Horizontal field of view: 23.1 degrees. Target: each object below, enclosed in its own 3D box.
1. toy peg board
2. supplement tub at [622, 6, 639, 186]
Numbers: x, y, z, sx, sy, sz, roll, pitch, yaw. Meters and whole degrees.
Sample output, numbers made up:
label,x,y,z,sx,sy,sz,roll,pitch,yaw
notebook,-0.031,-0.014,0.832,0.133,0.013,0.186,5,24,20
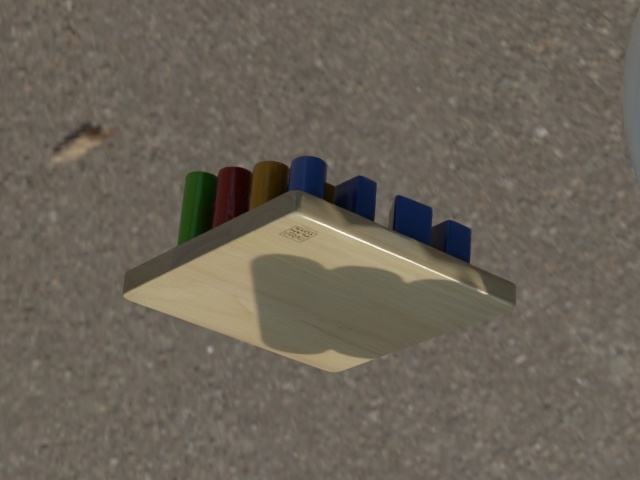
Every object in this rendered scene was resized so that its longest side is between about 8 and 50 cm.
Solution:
label,x,y,z,sx,sy,sz,roll,pitch,yaw
toy peg board,0.000,0.000,0.894,0.161,0.079,0.161,22,149,-34
supplement tub,0.222,-0.057,0.562,0.200,0.144,0.144,-10,121,-39
